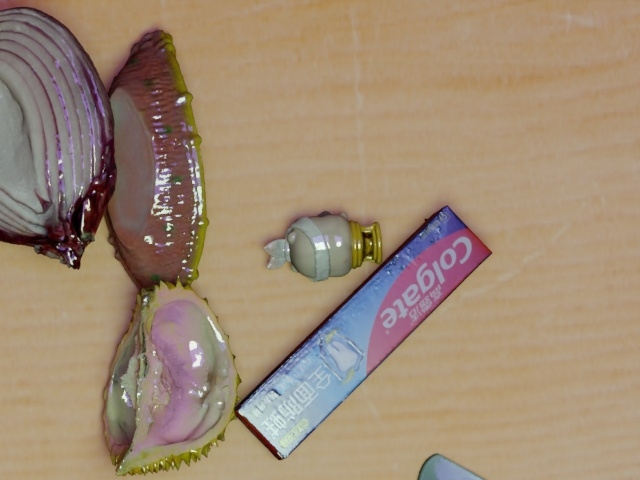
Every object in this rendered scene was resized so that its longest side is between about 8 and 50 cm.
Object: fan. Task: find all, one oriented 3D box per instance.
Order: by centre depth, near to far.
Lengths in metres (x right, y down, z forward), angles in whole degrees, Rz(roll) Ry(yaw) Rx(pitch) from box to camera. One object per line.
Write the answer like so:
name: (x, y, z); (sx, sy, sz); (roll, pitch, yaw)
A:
fan: (0.238, 0.303, 1.958); (0.282, 0.023, 0.057); (21, 72, -5)

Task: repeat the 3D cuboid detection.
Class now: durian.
durian: (-0.163, 0.152, 1.855); (0.165, 0.132, 0.182); (-27, 64, 1)

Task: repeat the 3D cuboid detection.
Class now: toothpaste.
toothpaste: (0.045, 0.099, 1.936); (0.320, 0.066, 0.076); (-45, 90, -10)

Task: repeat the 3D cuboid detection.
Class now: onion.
onion: (-0.304, -0.091, 1.872); (0.227, 0.120, 0.283); (-30, 80, 12)

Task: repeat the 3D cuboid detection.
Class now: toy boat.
toy boat: (-0.179, -0.072, 1.915); (0.141, 0.099, 0.317); (-8, 82, 33)

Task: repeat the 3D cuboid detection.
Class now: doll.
doll: (0.000, 0.000, 1.945); (0.127, 0.073, 0.084); (-4, 46, -5)
